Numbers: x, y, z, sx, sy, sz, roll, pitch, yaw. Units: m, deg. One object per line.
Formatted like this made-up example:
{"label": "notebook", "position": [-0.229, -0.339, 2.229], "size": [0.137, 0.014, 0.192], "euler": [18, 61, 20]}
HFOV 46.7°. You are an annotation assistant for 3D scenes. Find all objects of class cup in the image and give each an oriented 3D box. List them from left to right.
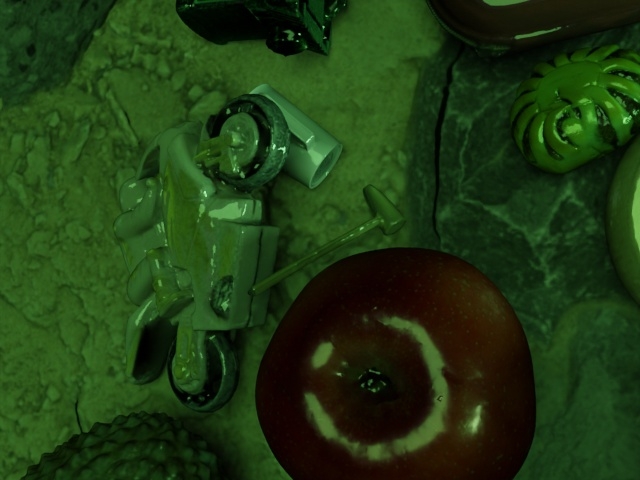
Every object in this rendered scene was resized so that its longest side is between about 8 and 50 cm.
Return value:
{"label": "cup", "position": [-0.040, -0.118, 0.806], "size": [0.116, 0.104, 0.074], "euler": [37, 77, 12]}

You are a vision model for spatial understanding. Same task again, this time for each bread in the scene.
{"label": "bread", "position": [0.254, -0.134, 0.735], "size": [0.139, 0.071, 0.130], "euler": [-11, 58, 35]}

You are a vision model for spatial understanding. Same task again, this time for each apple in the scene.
{"label": "apple", "position": [0.066, 0.133, 0.692], "size": [0.260, 0.216, 0.260], "euler": [-3, 81, 16]}

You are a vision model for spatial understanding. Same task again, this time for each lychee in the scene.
{"label": "lychee", "position": [-0.197, 0.308, 0.728], "size": [0.255, 0.255, 0.274], "euler": [-1, 46, 13]}

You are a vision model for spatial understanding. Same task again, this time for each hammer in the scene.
{"label": "hammer", "position": [0.000, 0.000, 0.769], "size": [0.195, 0.028, 0.060], "euler": [-29, 71, -28]}

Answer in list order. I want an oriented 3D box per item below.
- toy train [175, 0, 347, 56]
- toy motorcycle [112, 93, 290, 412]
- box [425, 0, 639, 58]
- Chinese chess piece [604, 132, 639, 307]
{"label": "toy train", "position": [-0.062, -0.365, 0.826], "size": [0.178, 0.138, 0.330], "euler": [0, 82, 18]}
{"label": "toy motorcycle", "position": [-0.144, 0.006, 0.798], "size": [0.223, 0.108, 0.341], "euler": [16, 99, 34]}
{"label": "box", "position": [0.292, -0.339, 0.743], "size": [0.404, 0.108, 0.263], "euler": [-13, 80, 9]}
{"label": "Chinese chess piece", "position": [0.400, -0.019, 0.687], "size": [0.257, 0.104, 0.257], "euler": [-1, 84, 13]}
